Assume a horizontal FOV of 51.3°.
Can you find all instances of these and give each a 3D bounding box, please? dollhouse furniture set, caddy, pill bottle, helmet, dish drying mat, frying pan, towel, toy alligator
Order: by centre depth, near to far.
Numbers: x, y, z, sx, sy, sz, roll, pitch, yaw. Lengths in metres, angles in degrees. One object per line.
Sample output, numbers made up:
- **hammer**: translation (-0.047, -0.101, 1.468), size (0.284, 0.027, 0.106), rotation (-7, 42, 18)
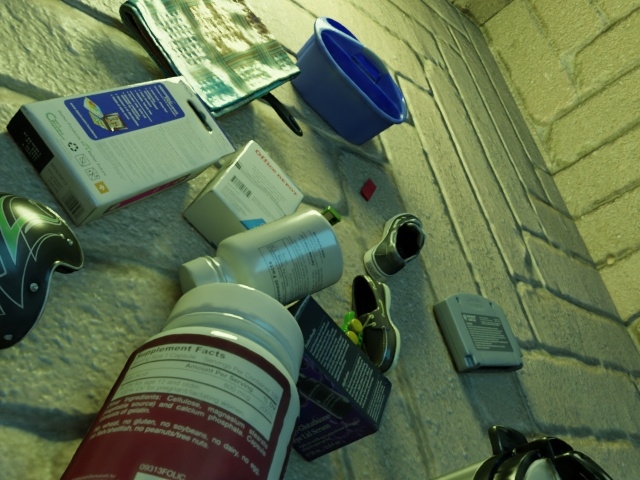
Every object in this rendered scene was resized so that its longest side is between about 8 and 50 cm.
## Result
- **helmet**: translation (-0.359, 0.030, 0.722), size (0.169, 0.169, 0.161), rotation (52, 16, -6)
- **pill bottle**: translation (-0.149, 0.240, 0.748), size (0.224, 0.224, 0.392), rotation (44, 33, -18)
- **pill bottle**: translation (-0.091, 0.046, 1.022), size (0.229, 0.131, 0.131), rotation (-22, 77, -25)
- **toy alligator**: translation (0.044, 0.200, 1.202), size (0.051, 0.056, 0.190), rotation (47, 33, -13)
- **dollhouse furniture set**: translation (0.000, 0.000, 1.325), size (0.076, 0.058, 0.152), rotation (44, 33, -17)
- **towel**: translation (-0.207, -0.401, 1.362), size (0.271, 0.040, 0.370), rotation (53, 38, -5)
- **frying pan**: translation (-0.154, -0.376, 1.472), size (0.326, 0.053, 0.197), rotation (41, 36, -23)
- **dish drying mat**: translation (0.119, -0.125, 1.649), size (0.032, 0.008, 0.083), rotation (50, 31, -11)
- **caddy**: translation (0.083, -0.414, 1.706), size (0.341, 0.179, 0.241), rotation (41, 34, -22)

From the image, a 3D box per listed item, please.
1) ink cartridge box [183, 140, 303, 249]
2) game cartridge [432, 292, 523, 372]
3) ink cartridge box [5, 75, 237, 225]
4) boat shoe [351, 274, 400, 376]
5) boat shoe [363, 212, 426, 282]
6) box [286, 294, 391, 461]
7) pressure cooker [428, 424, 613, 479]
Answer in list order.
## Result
- **ink cartridge box**: translation (-0.130, -0.065, 1.184), size (0.148, 0.086, 0.203), rotation (47, 32, -14)
- **game cartridge**: translation (0.391, 0.227, 1.647), size (0.297, 0.062, 0.198), rotation (13, 47, -48)
- **ink cartridge box**: translation (-0.296, -0.161, 1.073), size (0.176, 0.069, 0.371), rotation (54, 34, -1)
- **boat shoe**: translation (0.099, 0.161, 1.296), size (0.068, 0.081, 0.228), rotation (33, 31, -28)
- **boat shoe**: translation (0.198, -0.004, 1.551), size (0.108, 0.102, 0.301), rotation (54, 32, -1)
- **box**: translation (-0.018, 0.212, 1.018), size (0.207, 0.153, 0.108), rotation (47, 33, -12)
- **pressure cooker**: translation (0.245, 0.483, 0.865), size (0.370, 0.420, 0.375), rotation (55, 31, 1)
